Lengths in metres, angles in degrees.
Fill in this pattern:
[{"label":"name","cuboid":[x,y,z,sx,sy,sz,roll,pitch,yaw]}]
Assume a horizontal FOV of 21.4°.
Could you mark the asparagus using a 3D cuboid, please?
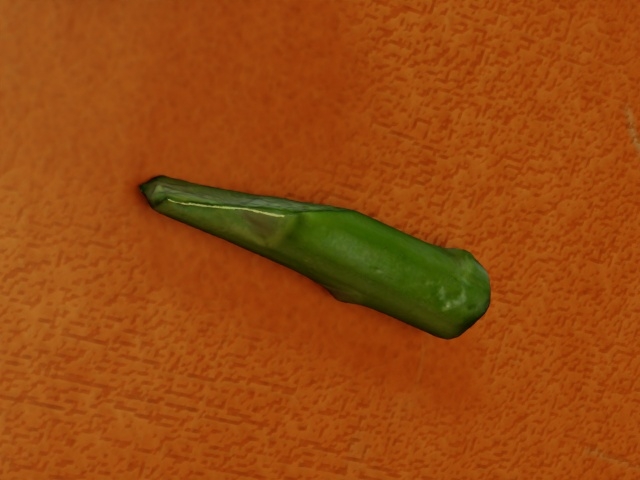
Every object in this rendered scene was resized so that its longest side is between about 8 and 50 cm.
[{"label":"asparagus","cuboid":[0.000,0.000,0.786,0.178,0.045,0.041,24,55,-29]}]
